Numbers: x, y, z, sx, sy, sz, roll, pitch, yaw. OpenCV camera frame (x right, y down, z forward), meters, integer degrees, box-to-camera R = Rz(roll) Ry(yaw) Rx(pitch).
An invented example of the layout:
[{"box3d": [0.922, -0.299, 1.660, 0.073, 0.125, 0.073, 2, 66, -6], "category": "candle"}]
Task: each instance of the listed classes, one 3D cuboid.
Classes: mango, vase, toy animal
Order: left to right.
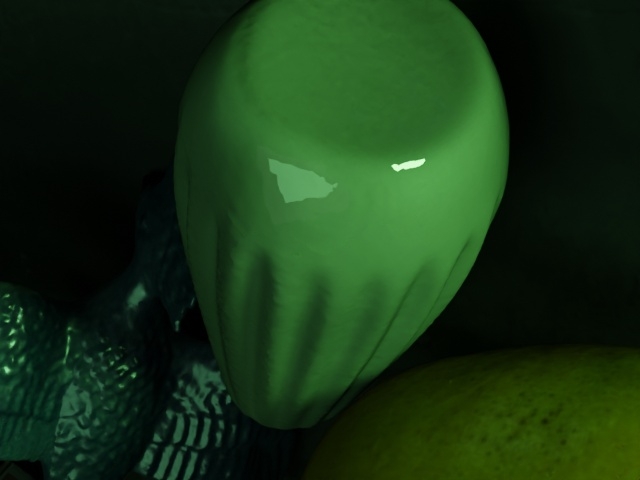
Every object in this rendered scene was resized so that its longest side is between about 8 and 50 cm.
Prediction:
[{"box3d": [-0.114, 0.077, 0.868, 0.176, 0.239, 0.255, -162, 80, -69], "category": "toy animal"}, {"box3d": [0.000, 0.000, 0.717, 0.128, 0.128, 0.248, 33, 150, 12], "category": "vase"}, {"box3d": [0.125, 0.140, 0.707, 0.317, 0.173, 0.211, -2, 127, 34], "category": "mango"}]

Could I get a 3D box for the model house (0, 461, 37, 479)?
[{"box3d": [-0.279, 0.216, 1.111, 0.294, 0.207, 0.154, 38, 140, 4], "category": "model house"}]
